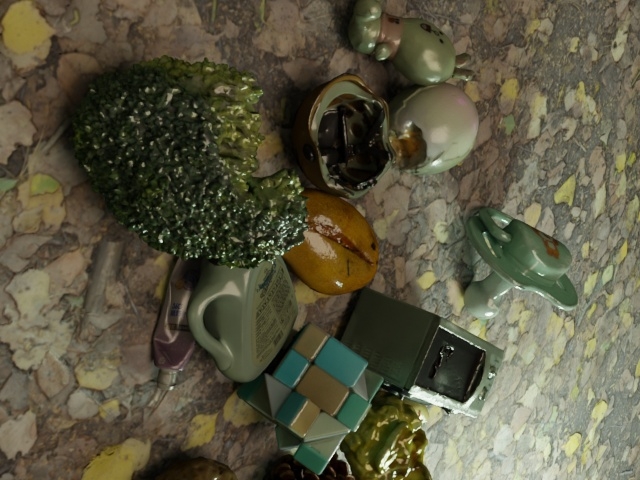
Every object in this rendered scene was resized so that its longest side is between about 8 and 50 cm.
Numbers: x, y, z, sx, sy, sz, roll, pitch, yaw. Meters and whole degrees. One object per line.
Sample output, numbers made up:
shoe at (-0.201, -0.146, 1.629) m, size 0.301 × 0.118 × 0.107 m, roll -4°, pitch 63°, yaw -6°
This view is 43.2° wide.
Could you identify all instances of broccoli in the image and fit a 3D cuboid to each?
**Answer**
broccoli at (-0.158, -0.132, 1.160) m, size 0.375 × 0.249 × 0.302 m, roll 36°, pitch 60°, yaw -4°

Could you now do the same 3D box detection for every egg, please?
egg at (0.223, -0.230, 1.602) m, size 0.217 × 0.183 × 0.183 m, roll -42°, pitch 129°, yaw -36°

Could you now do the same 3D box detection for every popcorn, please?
popcorn at (0.134, 0.425, 1.686) m, size 0.181 × 0.217 × 0.235 m, roll -29°, pitch 138°, yaw 1°

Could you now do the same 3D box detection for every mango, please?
mango at (0.005, 0.002, 1.498) m, size 0.295 × 0.120 × 0.177 m, roll 33°, pitch 77°, yaw -46°

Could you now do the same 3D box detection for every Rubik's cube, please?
Rubik's cube at (-0.025, 0.288, 1.492) m, size 0.213 × 0.224 × 0.265 m, roll -56°, pitch 178°, yaw -14°

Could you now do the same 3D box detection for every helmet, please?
helmet at (0.025, -0.183, 1.453) m, size 0.198 × 0.130 × 0.224 m, roll -42°, pitch 119°, yaw -34°

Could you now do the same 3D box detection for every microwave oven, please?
microwave oven at (0.209, 0.247, 1.700) m, size 0.295 × 0.237 × 0.181 m, roll 29°, pitch 82°, yaw -48°

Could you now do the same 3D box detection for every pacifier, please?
pacifier at (0.441, 0.074, 1.925) m, size 0.343 × 0.288 × 0.269 m, roll 27°, pitch 121°, yaw -28°

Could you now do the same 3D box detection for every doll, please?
doll at (0.158, -0.365, 1.507) m, size 0.275 × 0.113 × 0.155 m, roll 27°, pitch 41°, yaw -26°

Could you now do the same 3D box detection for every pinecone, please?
pinecone at (-0.035, 0.513, 1.592) m, size 0.212 × 0.168 × 0.186 m, roll -27°, pitch 107°, yaw -52°

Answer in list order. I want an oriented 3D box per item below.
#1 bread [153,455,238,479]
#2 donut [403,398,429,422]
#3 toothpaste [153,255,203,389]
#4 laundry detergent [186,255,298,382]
bread at (-0.236, 0.491, 1.413) m, size 0.230 × 0.123 × 0.230 m, roll -16°, pitch 112°, yaw -47°
donut at (0.185, 0.413, 1.853) m, size 0.166 × 0.065 × 0.108 m, roll -35°, pitch 125°, yaw -33°
toothpaste at (-0.226, 0.102, 1.353) m, size 0.075 × 0.048 × 0.301 m, roll 12°, pitch 92°, yaw -43°
laundry detergent at (-0.142, 0.091, 1.353) m, size 0.215 × 0.105 × 0.281 m, roll -57°, pitch 147°, yaw -28°
